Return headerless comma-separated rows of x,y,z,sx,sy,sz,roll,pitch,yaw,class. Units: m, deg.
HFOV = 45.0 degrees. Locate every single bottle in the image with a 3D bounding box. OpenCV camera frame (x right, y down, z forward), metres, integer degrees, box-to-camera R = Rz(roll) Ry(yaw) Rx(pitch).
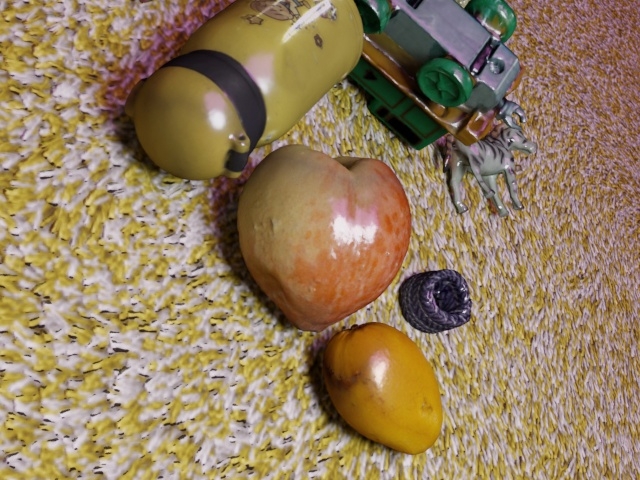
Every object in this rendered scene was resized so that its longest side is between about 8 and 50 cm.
-0.091,-0.203,0.951,0.171,0.171,0.351,52,44,-13,bottle

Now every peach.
0.000,0.000,0.946,0.232,0.232,0.233,21,57,-37,peach

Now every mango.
0.088,0.195,0.992,0.219,0.112,0.145,50,42,-32,mango

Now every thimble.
0.173,0.088,1.154,0.104,0.066,0.095,26,57,-34,thimble

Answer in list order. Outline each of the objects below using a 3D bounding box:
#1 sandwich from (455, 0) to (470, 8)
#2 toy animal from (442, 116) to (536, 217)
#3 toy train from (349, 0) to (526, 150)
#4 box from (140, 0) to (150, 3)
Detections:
0.196,-0.387,1.370,0.236,0.128,0.122,88,-20,-87,sandwich
0.309,-0.123,1.384,0.255,0.090,0.170,-16,79,-50,toy animal
0.127,-0.299,1.170,0.429,0.249,0.178,39,66,-8,toy train
-0.203,-0.386,1.010,0.111,0.060,0.156,54,42,-9,box
